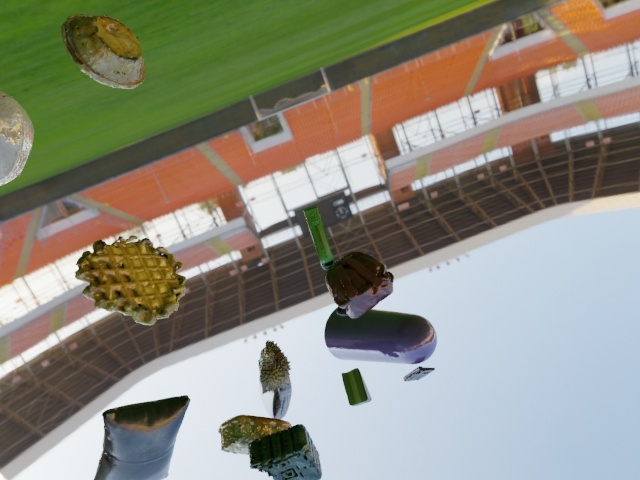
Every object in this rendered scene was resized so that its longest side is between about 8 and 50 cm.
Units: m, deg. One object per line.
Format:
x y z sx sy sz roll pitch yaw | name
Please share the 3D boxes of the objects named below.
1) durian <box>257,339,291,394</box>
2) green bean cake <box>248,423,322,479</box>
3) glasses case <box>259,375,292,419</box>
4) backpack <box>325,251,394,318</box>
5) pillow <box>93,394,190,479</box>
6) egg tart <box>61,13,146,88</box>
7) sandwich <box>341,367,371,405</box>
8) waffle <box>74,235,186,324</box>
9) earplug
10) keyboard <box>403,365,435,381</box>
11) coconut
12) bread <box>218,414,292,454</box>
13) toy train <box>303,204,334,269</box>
-0.140 0.366 1.537 0.103 0.208 0.146 -1 -123 -1 | durian
-0.105 0.696 1.616 0.194 0.208 0.107 -22 -146 -2 | green bean cake
-0.158 0.518 1.794 0.085 0.354 0.137 -17 -124 -21 | glasses case
0.117 0.132 1.688 0.230 0.138 0.229 -13 -130 16 | backpack
-0.395 0.453 1.124 0.186 0.249 0.106 0 -153 -38 | pillow
-0.495 -0.455 1.210 0.090 0.212 0.212 -33 -172 29 | egg tart
0.125 0.513 1.799 0.074 0.116 0.074 -21 158 11 | sandwich
-0.456 0.086 1.270 0.060 0.262 0.280 -43 -156 28 | waffle
0.226 0.344 1.862 0.215 0.215 0.456 -32 -167 -34 | earplug
0.336 0.460 1.765 0.061 0.018 0.195 3 155 -6 | keyboard
-0.709 -0.209 1.045 0.227 0.226 0.230 -26 -168 -16 | coconut
-0.222 0.672 1.770 0.246 0.121 0.174 16 146 -30 | bread
0.000 0.000 1.563 0.044 0.209 0.042 -18 -164 -1 | toy train
